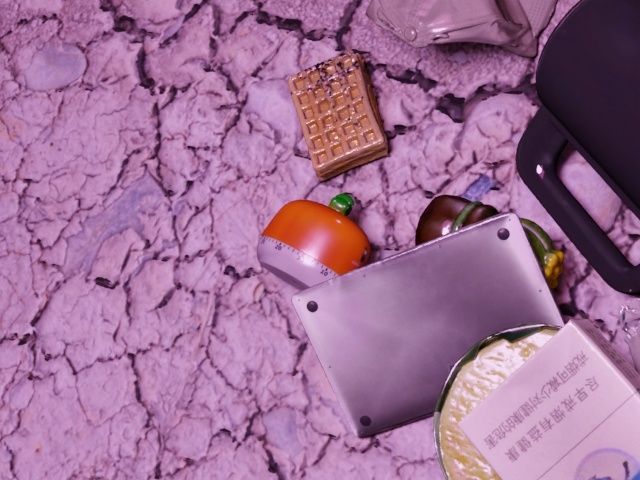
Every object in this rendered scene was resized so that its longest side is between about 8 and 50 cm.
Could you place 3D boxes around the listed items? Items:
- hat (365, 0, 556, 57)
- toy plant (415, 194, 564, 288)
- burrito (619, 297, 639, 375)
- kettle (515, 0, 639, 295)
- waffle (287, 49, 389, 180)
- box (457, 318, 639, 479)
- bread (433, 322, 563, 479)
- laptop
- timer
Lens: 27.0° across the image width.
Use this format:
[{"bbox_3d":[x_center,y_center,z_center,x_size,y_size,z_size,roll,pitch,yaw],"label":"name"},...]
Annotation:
[{"bbox_3d":[0.170,-0.328,1.589,0.214,0.149,0.244,16,88,28],"label":"hat"},{"bbox_3d":[0.188,0.010,1.467,0.162,0.093,0.092,23,81,29],"label":"toy plant"},{"bbox_3d":[0.356,0.150,1.356,0.064,0.064,0.203,-23,66,15],"label":"burrito"},{"bbox_3d":[0.376,-0.096,1.394,0.203,0.262,0.308,-22,52,-24],"label":"kettle"},{"bbox_3d":[0.022,-0.155,1.635,0.102,0.042,0.148,-23,62,15],"label":"waffle"},{"bbox_3d":[0.280,0.223,1.303,0.164,0.069,0.256,-46,70,17],"label":"box"},{"bbox_3d":[0.227,0.200,1.390,0.229,0.033,0.228,-3,82,19],"label":"bread"},{"bbox_3d":[0.122,0.095,1.442,0.269,0.015,0.187,-21,103,17],"label":"laptop"},{"bbox_3d":[0.000,0.000,1.558,0.136,0.099,0.136,-4,66,9],"label":"timer"}]
